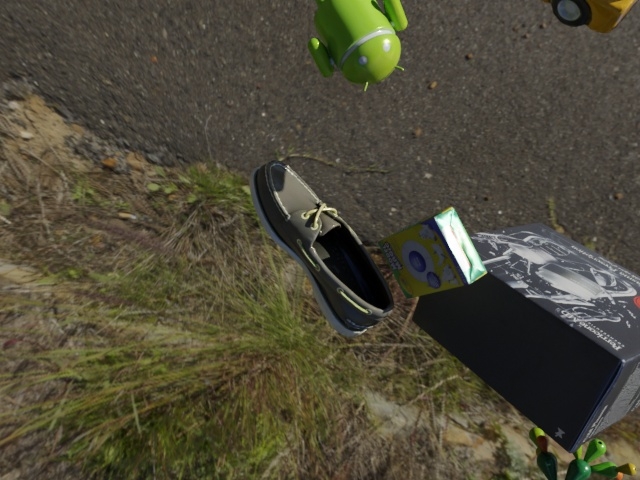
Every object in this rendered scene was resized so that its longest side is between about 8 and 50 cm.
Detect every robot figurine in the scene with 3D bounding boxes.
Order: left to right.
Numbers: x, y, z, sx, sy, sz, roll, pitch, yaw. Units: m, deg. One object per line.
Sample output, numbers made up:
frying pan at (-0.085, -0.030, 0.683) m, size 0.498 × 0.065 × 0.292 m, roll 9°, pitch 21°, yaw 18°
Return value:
robot figurine at (0.037, -0.209, 0.562) m, size 0.101 × 0.067 × 0.115 m, roll -29°, pitch 79°, yaw 6°

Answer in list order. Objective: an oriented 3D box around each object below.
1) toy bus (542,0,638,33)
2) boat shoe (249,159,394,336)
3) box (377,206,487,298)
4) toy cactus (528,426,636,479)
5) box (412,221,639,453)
toy bus at (0.231, -0.383, 0.632) m, size 0.332 × 0.130 × 0.108 m, roll 39°, pitch 81°, yaw 15°
boat shoe at (0.003, -0.002, 0.837) m, size 0.109 × 0.091 × 0.305 m, roll -29°, pitch 84°, yaw -42°
box at (0.152, 0.025, 0.818) m, size 0.043 × 0.179 × 0.105 m, roll -27°, pitch 89°, yaw -25°
toy cactus at (0.460, 0.440, 1.020) m, size 0.180 × 0.219 × 0.112 m, roll -50°, pitch 140°, yaw -6°
box at (0.399, 0.133, 0.949) m, size 0.312 × 0.343 × 0.179 m, roll -9°, pitch 124°, yaw -37°
